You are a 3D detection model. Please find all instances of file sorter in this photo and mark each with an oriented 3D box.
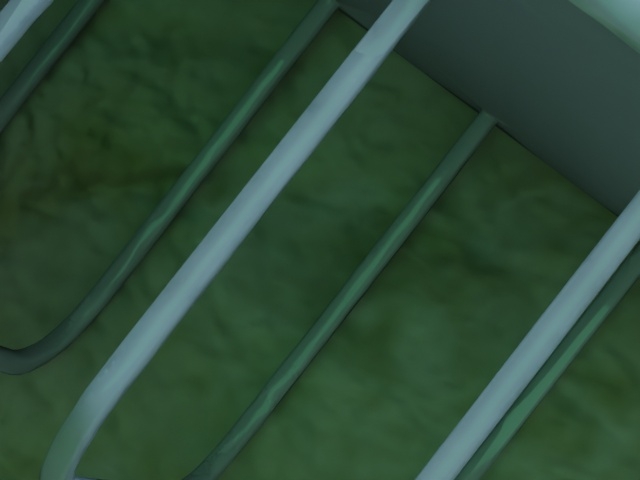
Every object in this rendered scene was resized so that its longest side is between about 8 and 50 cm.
[{"bbox_3d":[0.000,0.000,0.418,0.278,0.193,0.173,38,88,11],"label":"file sorter"}]
